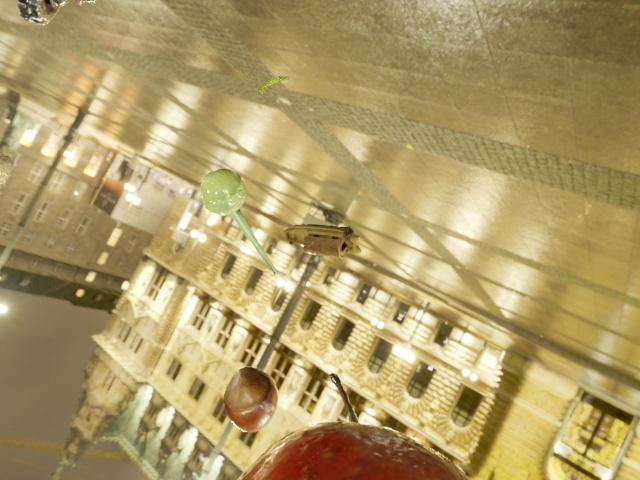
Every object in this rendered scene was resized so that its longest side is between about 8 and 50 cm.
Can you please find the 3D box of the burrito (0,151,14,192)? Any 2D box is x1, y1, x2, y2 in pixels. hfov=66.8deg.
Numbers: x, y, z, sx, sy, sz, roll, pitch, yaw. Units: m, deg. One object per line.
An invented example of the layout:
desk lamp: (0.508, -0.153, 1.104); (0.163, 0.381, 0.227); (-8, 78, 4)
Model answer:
burrito: (-0.570, -0.141, 0.646); (0.105, 0.143, 0.299); (51, 175, 26)

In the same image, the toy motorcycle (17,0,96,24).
toy motorcycle: (-0.231, -0.293, 0.446); (0.084, 0.213, 0.118); (13, 139, -18)

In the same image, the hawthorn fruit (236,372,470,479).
hawthorn fruit: (0.021, 0.231, 0.308); (0.234, 0.263, 0.231); (-5, 165, 39)

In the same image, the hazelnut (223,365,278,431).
hazelnut: (-0.093, 0.222, 0.675); (0.086, 0.086, 0.086); (27, 177, 2)

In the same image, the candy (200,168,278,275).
candy: (-0.165, -0.024, 1.094); (0.092, 0.093, 0.336); (-12, 137, 15)

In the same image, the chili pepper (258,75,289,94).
chili pepper: (-0.115, -0.374, 1.161); (0.030, 0.083, 0.017); (56, 176, 19)

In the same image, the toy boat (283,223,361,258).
toy boat: (0.000, 0.000, 1.289); (0.225, 0.088, 0.068); (7, 130, 25)
